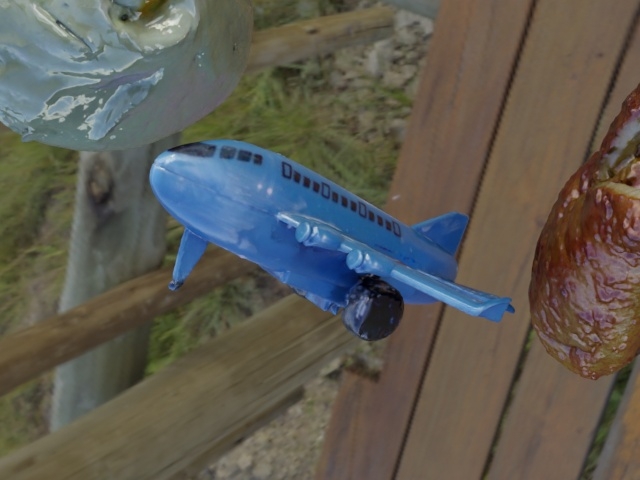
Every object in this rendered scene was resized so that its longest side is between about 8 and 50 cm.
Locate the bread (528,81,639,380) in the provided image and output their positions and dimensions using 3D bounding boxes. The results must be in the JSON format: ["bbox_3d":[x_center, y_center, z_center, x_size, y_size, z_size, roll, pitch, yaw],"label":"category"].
[{"bbox_3d":[0.184,-0.002,0.746,0.095,0.269,0.139,4,66,7],"label":"bread"}]

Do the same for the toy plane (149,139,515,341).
[{"bbox_3d":[0.000,0.000,0.795,0.254,0.271,0.105,31,106,53],"label":"toy plane"}]

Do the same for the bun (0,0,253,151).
[{"bbox_3d":[-0.168,-0.210,0.922,0.179,0.283,0.283,-12,97,61],"label":"bun"}]
